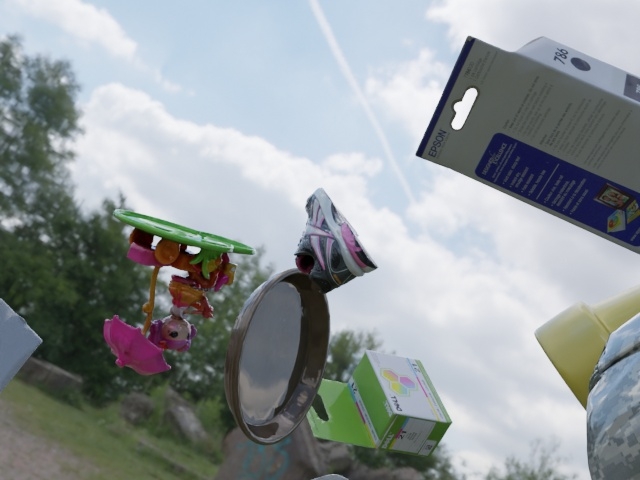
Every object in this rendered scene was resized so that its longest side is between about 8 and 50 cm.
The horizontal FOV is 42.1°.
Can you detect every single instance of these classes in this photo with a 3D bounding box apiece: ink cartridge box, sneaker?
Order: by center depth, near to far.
[{"bbox_3d":[0.280,-0.095,0.859,0.333,0.065,0.165,24,-44,2],"label":"ink cartridge box"},{"bbox_3d":[0.000,0.000,0.948,0.072,0.077,0.178,53,4,-23],"label":"sneaker"},{"bbox_3d":[0.095,0.300,1.585,0.255,0.097,0.189,15,27,-26],"label":"ink cartridge box"}]

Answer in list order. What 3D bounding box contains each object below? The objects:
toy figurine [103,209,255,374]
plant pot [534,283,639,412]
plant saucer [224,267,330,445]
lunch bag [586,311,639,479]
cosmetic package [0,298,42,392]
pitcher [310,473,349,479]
[{"bbox_3d":[-0.162,0.065,0.888,0.130,0.159,0.173,21,4,40],"label":"toy figurine"},{"bbox_3d":[0.460,0.159,1.121,0.254,0.239,0.254,49,12,-14],"label":"plant pot"},{"bbox_3d":[-0.066,0.177,1.290,0.041,0.278,0.278,9,-23,29],"label":"plant saucer"},{"bbox_3d":[0.401,0.154,0.769,0.212,0.256,0.305,48,-56,4],"label":"lunch bag"},{"bbox_3d":[-0.648,0.235,1.545,0.107,0.238,0.127,-13,-58,35],"label":"cosmetic package"},{"bbox_3d":[-0.051,0.378,0.948,0.178,0.207,0.125,-8,-41,27],"label":"pitcher"}]
